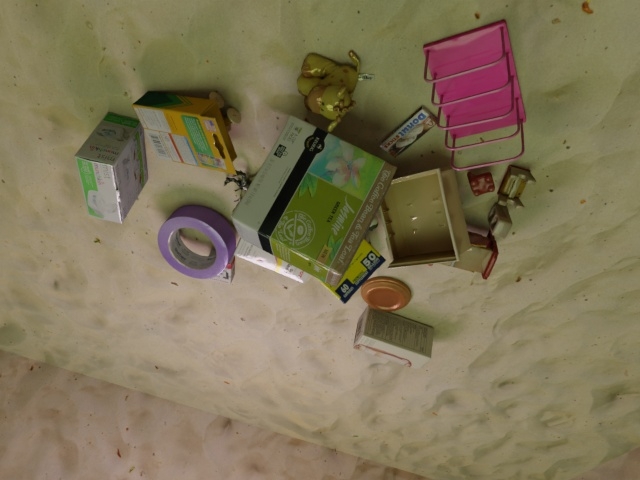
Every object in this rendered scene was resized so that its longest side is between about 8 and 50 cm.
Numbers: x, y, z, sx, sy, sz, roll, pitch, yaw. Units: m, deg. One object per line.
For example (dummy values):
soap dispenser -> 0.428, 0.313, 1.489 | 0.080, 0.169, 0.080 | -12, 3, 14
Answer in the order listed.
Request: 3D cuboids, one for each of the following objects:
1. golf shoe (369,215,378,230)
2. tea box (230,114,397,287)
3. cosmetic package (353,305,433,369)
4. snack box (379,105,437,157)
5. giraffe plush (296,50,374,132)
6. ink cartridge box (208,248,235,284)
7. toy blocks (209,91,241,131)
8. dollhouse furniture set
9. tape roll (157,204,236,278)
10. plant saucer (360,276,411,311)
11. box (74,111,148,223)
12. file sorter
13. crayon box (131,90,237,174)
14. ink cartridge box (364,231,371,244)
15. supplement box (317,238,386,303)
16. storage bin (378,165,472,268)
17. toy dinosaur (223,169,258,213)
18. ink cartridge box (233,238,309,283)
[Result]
golf shoe -> 0.094, -0.150, 1.658 | 0.273, 0.105, 0.120 | 48, 121, 0
tea box -> -0.016, -0.099, 1.467 | 0.323, 0.329, 0.220 | 27, 167, 4
cosmetic package -> 0.299, 0.401, 2.216 | 0.296, 0.153, 0.129 | 20, 140, -5
snack box -> 0.252, -0.309, 1.552 | 0.064, 0.022, 0.178 | 34, 135, -19
giraffe plush -> 0.029, -0.380, 1.425 | 0.210, 0.171, 0.181 | -5, 135, 20
ink cartridge box -> -0.397, 0.108, 2.159 | 0.099, 0.056, 0.135 | 12, 138, 1
toy blocks -> -0.330, -0.365, 1.630 | 0.148, 0.054, 0.123 | -27, 125, 37
dollhouse furniture set -> 0.482, -0.079, 1.678 | 0.201, 0.152, 0.374 | 15, 121, 0
tape roll -> -0.456, 0.008, 1.999 | 0.274, 0.090, 0.275 | 7, 125, 11
plant saucer -> 0.254, 0.218, 2.114 | 0.199, 0.037, 0.200 | 8, 137, 7
box -> -0.658, -0.229, 1.736 | 0.126, 0.231, 0.262 | 14, 139, 0
file sorter -> 0.390, -0.347, 1.353 | 0.202, 0.182, 0.291 | -10, 133, 25
crayon box -> -0.382, -0.320, 1.605 | 0.322, 0.083, 0.203 | 15, 142, 28
ink cartridge box -> 0.123, 0.023, 1.920 | 0.104, 0.060, 0.180 | -2, 136, 18
supplement box -> 0.000, 0.000, 1.719 | 0.356, 0.195, 0.194 | 43, 88, -11
storage bin -> 0.290, -0.067, 1.611 | 0.260, 0.123, 0.262 | -10, 97, 39
toy dinosaur -> -0.250, -0.187, 1.800 | 0.118, 0.064, 0.268 | 26, 135, -22
ink cartridge box -> -0.135, 0.003, 1.899 | 0.278, 0.117, 0.201 | 23, 124, -9
